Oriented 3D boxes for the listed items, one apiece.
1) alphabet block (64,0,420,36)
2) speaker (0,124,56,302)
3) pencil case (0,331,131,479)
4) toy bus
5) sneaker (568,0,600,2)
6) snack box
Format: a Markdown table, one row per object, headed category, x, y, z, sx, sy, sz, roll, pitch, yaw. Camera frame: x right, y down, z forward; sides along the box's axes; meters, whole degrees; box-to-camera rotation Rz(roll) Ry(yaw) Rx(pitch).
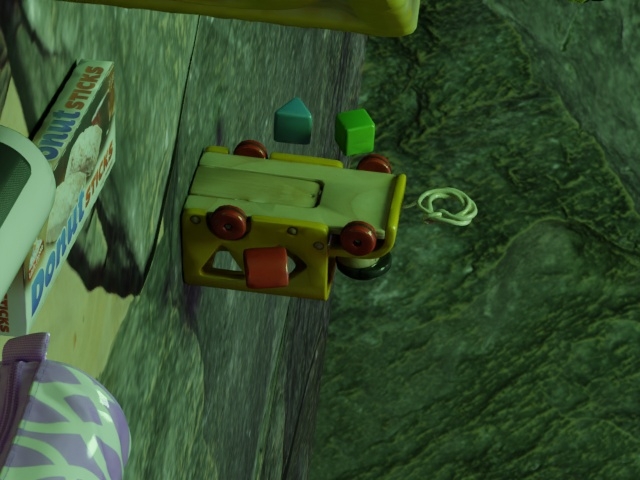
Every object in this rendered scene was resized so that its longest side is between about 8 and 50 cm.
| category | x | y | z | sx | sy | sz | roll | pitch | yaw |
| --- | --- | --- | --- | --- | --- | --- | --- | --- | --- |
| alphabet block | -0.046 | -0.202 | 0.737 | 0.192 | 0.193 | 0.197 | -2 | 99 | -82 |
| speaker | -0.146 | 0.010 | 0.667 | 0.136 | 0.055 | 0.055 | -73 | 168 | -57 |
| pencil case | -0.143 | 0.137 | 0.741 | 0.206 | 0.086 | 0.088 | -78 | 148 | -55 |
| toy bus | -0.011 | -0.005 | 1.352 | 0.202 | 0.191 | 0.104 | 43 | -36 | 38 |
| sneaker | 0.093 | -0.231 | 0.649 | 0.385 | 0.145 | 0.147 | 72 | -5 | -69 |
| snack box | -0.136 | -0.026 | 0.885 | 0.178 | 0.022 | 0.064 | -75 | 171 | -57 |
